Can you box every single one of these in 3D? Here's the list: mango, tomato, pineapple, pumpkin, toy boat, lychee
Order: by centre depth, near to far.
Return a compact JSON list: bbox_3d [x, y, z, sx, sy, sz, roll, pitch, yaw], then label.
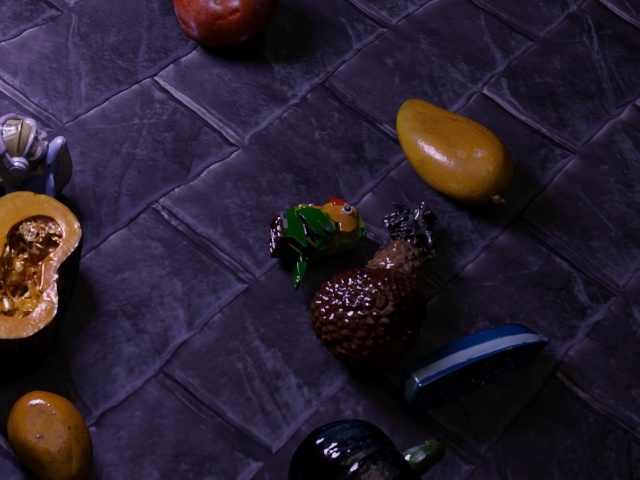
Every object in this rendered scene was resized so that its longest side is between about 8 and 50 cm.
[{"bbox_3d":[0.085,0.362,1.661,0.248,0.248,0.248,7,51,-9],"label":"pumpkin"},{"bbox_3d":[-0.403,0.300,1.705,0.165,0.089,0.115,41,56,15],"label":"mango"},{"bbox_3d":[-0.518,0.066,1.828,0.222,0.139,0.317,15,52,-5],"label":"pumpkin"},{"bbox_3d":[0.075,0.128,1.908,0.188,0.188,0.188,7,51,-9],"label":"lychee"},{"bbox_3d":[0.269,0.206,1.942,0.299,0.096,0.061,-17,50,-28],"label":"toy boat"},{"bbox_3d":[0.154,0.013,2.061,0.119,0.111,0.237,47,39,-17],"label":"pineapple"},{"bbox_3d":[0.263,-0.175,2.222,0.176,0.119,0.317,-33,61,-24],"label":"mango"},{"bbox_3d":[-0.194,-0.499,2.318,0.232,0.188,0.232,6,46,-6],"label":"tomato"}]

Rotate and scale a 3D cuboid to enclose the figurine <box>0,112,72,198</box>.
[{"bbox_3d":[-0.523,-0.134,1.970,0.208,0.184,0.128,-21,46,24],"label":"figurine"}]

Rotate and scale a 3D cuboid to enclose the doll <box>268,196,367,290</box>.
[{"bbox_3d":[-0.005,-0.007,2.031,0.186,0.106,0.134,-26,68,-30],"label":"doll"}]
